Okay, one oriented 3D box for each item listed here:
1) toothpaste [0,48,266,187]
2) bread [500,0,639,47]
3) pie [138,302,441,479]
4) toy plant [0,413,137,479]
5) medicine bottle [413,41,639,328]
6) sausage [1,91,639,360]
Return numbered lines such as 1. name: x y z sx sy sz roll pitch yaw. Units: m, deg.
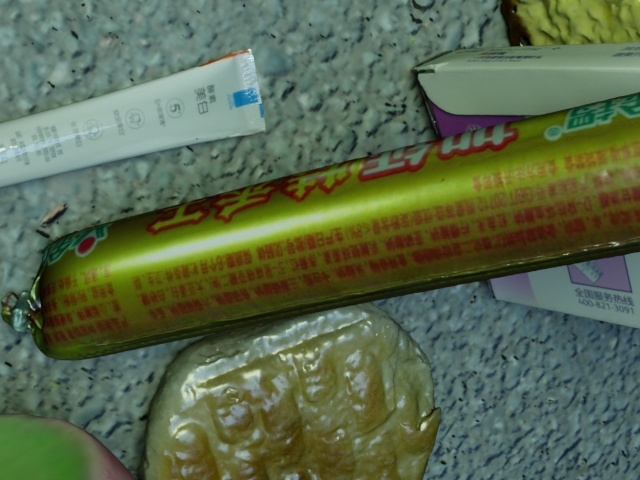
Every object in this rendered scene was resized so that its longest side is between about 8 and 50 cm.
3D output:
1. toothpaste: -0.119 -0.057 0.544 0.190 0.031 0.048 -18 110 -22
2. bread: 0.207 -0.141 0.598 0.147 0.160 0.260 -35 114 -20
3. pie: -0.015 0.127 0.638 0.195 0.046 0.195 -6 107 -22
4. toy plant: -0.149 0.283 0.519 0.317 0.211 0.356 -53 143 -48
5. medicine bottle: 0.161 -0.031 0.579 0.052 0.201 0.171 -38 120 -29
6. sausage: 0.000 0.000 0.506 0.371 0.082 0.082 -12 116 18
